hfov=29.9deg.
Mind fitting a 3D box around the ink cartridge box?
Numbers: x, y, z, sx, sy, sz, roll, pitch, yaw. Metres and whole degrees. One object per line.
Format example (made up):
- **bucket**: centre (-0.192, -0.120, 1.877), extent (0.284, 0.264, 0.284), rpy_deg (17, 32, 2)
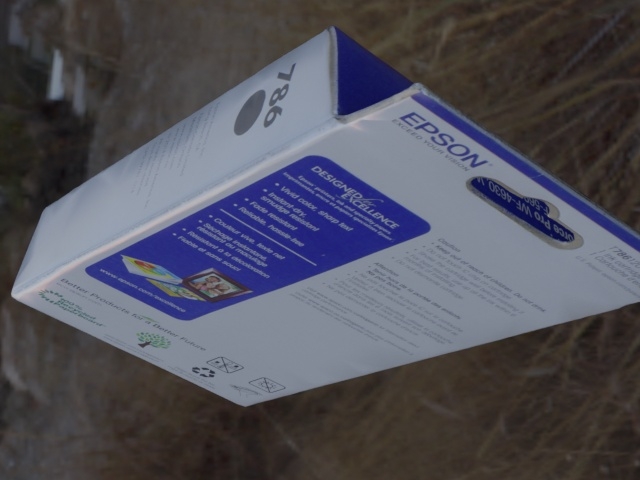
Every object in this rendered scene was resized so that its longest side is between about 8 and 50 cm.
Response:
- **ink cartridge box**: centre (0.000, 0.000, 0.566), extent (0.332, 0.165, 0.065), rpy_deg (-20, 47, 49)
